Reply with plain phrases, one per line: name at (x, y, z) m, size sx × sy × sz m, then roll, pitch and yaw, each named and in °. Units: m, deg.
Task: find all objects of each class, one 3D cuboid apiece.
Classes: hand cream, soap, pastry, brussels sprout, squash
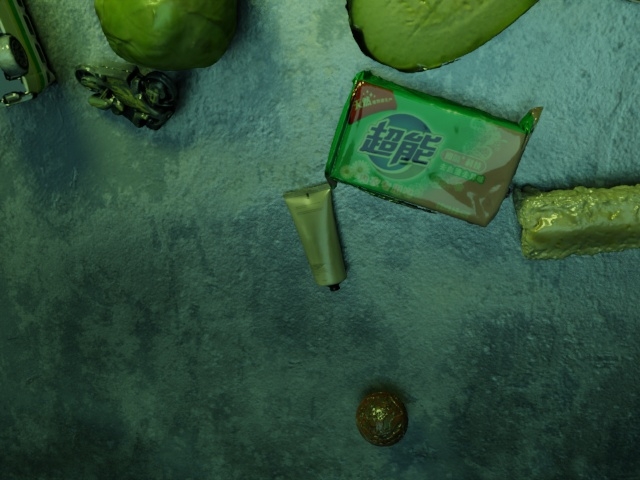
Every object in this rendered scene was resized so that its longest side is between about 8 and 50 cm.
hand cream at (0.000, 0.000, 1.028) m, size 0.087 × 0.054 × 0.186 m, roll -11°, pitch 104°, yaw 20°
soap at (0.159, -0.141, 0.910) m, size 0.274 × 0.098 × 0.217 m, roll 19°, pitch 108°, yaw 0°
pastry at (0.427, -0.030, 0.914) m, size 0.259 × 0.089 × 0.121 m, roll -1°, pitch 125°, yaw 15°
brussels sprout at (-0.219, -0.344, 0.858) m, size 0.223 × 0.161 × 0.223 m, roll 1°, pitch 92°, yaw 24°
squash at (0.150, -0.316, 0.808) m, size 0.237 × 0.204 × 0.155 m, roll 30°, pitch 91°, yaw -2°

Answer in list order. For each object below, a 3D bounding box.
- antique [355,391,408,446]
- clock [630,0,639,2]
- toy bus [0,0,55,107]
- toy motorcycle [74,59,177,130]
antique at (0.114, 0.330, 1.114) m, size 0.104 × 0.104 × 0.104 m, roll 4°, pitch 113°, yaw 9°
clock at (0.440, -0.411, 0.759) m, size 0.172 × 0.064 × 0.198 m, roll -17°, pitch 109°, yaw 18°
toy bus at (-0.531, -0.353, 0.908) m, size 0.143 × 0.179 × 0.305 m, roll -16°, pitch 110°, yaw 2°
toy motorcycle at (-0.301, -0.228, 0.969) m, size 0.194 × 0.061 × 0.124 m, roll 11°, pitch 147°, yaw 20°
